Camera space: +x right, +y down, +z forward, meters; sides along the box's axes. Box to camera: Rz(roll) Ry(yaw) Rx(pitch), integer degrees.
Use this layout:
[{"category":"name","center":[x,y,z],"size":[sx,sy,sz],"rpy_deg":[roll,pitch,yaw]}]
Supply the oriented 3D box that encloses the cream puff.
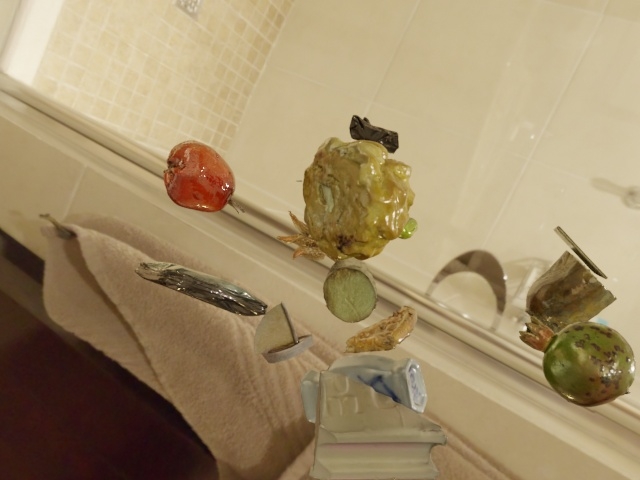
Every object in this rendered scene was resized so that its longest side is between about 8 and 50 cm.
[{"category":"cream puff","center":[0.119,-0.110,1.183],"size":[0.257,0.325,0.290],"rpy_deg":[-10,113,-36]}]

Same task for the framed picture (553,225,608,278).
[{"category":"framed picture","center":[0.697,0.029,1.257],"size":[0.010,0.173,0.231],"rpy_deg":[-42,165,19]}]

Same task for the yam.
[{"category":"yam","center":[0.093,0.145,1.428],"size":[0.304,0.168,0.167],"rpy_deg":[-36,151,-83]}]

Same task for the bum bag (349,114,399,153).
[{"category":"bum bag","center":[0.233,-0.461,2.038],"size":[0.060,0.248,0.123],"rpy_deg":[-39,148,-33]}]

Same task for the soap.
[{"category":"soap","center":[0.128,0.447,1.151],"size":[0.257,0.303,0.158],"rpy_deg":[-87,179,-73]}]

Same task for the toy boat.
[{"category":"toy boat","center":[-0.209,0.479,2.316],"size":[0.276,0.293,0.111],"rpy_deg":[-37,-167,3]}]

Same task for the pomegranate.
[{"category":"pomegranate","center":[0.483,0.220,0.881],"size":[0.159,0.205,0.159],"rpy_deg":[-27,133,-34]}]

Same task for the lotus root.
[{"category":"lotus root","center":[0.831,0.182,1.635],"size":[0.260,0.149,0.267],"rpy_deg":[-46,-168,21]}]

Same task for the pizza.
[{"category":"pizza","center":[0.343,0.424,2.283],"size":[0.392,0.080,0.435],"rpy_deg":[-29,-177,-35]}]

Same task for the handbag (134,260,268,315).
[{"category":"handbag","center":[-0.287,0.125,1.173],"size":[0.332,0.192,0.074],"rpy_deg":[28,75,-44]}]

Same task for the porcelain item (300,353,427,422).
[{"category":"porcelain item","center":[0.140,0.507,1.564],"size":[0.179,0.406,0.242],"rpy_deg":[6,70,-59]}]

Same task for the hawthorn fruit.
[{"category":"hawthorn fruit","center":[-0.357,-0.178,1.477],"size":[0.299,0.211,0.211],"rpy_deg":[33,83,-29]}]

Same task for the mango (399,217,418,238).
[{"category":"mango","center":[0.359,-0.050,1.959],"size":[0.074,0.091,0.165],"rpy_deg":[-25,171,37]}]

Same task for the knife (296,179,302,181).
[{"category":"knife","center":[-0.084,-0.233,1.818],"size":[0.091,0.014,0.005],"rpy_deg":[-156,-99,-73]}]

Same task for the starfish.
[{"category":"starfish","center":[-0.018,-0.005,1.734],"size":[0.294,0.301,0.084],"rpy_deg":[16,132,-27]}]
